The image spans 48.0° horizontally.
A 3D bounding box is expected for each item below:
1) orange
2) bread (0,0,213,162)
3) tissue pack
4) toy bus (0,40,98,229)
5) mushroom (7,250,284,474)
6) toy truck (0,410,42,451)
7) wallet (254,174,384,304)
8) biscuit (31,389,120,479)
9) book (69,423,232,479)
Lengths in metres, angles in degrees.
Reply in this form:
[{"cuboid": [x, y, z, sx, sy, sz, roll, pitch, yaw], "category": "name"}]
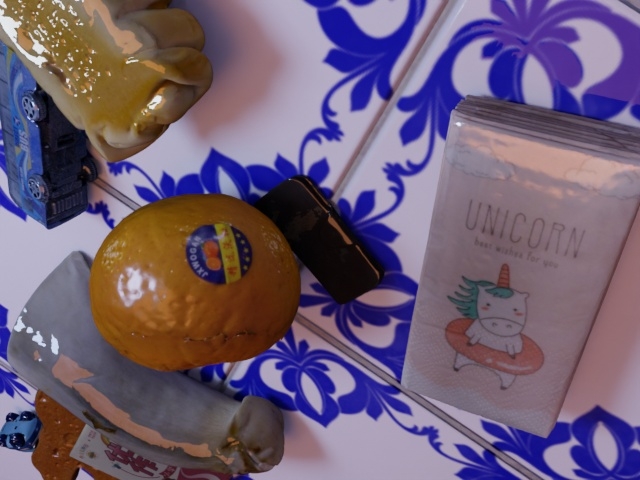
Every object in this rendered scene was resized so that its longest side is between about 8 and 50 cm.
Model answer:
[{"cuboid": [-0.132, 0.046, 0.765, 0.219, 0.219, 0.193, -41, 57, 40], "category": "orange"}, {"cuboid": [-0.233, -0.238, 0.682, 0.173, 0.121, 0.311, -28, 105, 34], "category": "bread"}, {"cuboid": [0.182, 0.036, 0.684, 0.170, 0.071, 0.325, 19, 128, 18], "category": "tissue pack"}, {"cuboid": [-0.318, -0.132, 0.833, 0.094, 0.079, 0.236, 34, 132, 25], "category": "toy bus"}, {"cuboid": [-0.232, 0.203, 0.972, 0.397, 0.126, 0.177, 37, 103, -2], "category": "mushroom"}, {"cuboid": [-0.495, 0.337, 1.248, 0.136, 0.063, 0.074, -10, 135, 30], "category": "toy truck"}, {"cuboid": [0.000, 0.000, 0.789, 0.082, 0.018, 0.156, -31, 103, 40], "category": "wallet"}, {"cuboid": [-0.359, 0.300, 1.145, 0.202, 0.047, 0.333, 19, 123, 5], "category": "biscuit"}, {"cuboid": [-0.252, 0.329, 1.094, 0.232, 0.022, 0.162, 28, 122, -9], "category": "book"}]
